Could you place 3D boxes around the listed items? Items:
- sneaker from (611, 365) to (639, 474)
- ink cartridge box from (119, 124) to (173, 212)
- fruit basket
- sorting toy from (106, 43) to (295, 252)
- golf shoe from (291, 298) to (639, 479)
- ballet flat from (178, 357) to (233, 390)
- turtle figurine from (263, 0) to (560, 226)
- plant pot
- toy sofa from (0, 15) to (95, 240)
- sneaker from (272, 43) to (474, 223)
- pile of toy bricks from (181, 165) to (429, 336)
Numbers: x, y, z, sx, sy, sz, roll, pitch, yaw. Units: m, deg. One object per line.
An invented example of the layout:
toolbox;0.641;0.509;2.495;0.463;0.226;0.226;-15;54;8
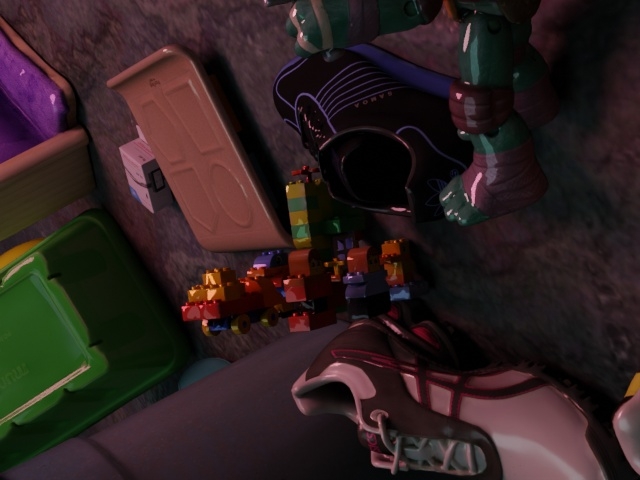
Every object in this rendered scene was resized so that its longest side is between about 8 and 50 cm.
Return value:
sneaker;0.234;0.012;0.330;0.145;0.147;0.384;53;153;16
ink cartridge box;-0.189;-0.077;1.141;0.048;0.028;0.083;36;146;39
fruit basket;-0.376;0.129;1.426;0.283;0.392;0.392;58;155;3
sorting toy;-0.108;-0.080;0.990;0.208;0.038;0.193;60;155;-13
golf shoe;0.097;0.137;0.753;0.273;0.120;0.105;25;137;48
ballet flat;-0.095;0.186;1.216;0.077;0.077;0.231;51;156;-17
turtle figurine;0.058;-0.133;0.501;0.118;0.175;0.234;5;133;39
plant pot;-0.061;0.256;0.918;0.341;0.334;0.341;42;149;32
toy sofa;-0.449;-0.189;1.351;0.362;0.150;0.177;45;153;28
sneaker;0.023;-0.071;0.687;0.232;0.090;0.081;23;137;51
pile of toy bricks;0.000;0.000;0.740;0.118;0.212;0.105;-7;92;33
